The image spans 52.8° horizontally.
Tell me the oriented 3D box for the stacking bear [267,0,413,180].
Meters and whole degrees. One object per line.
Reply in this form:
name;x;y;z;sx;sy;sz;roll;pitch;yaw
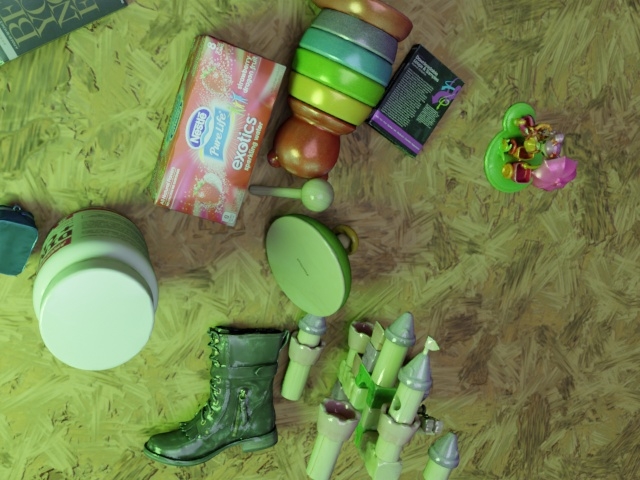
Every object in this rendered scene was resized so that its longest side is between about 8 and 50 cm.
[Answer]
stacking bear;0.015;-0.234;1.015;0.175;0.164;0.289;19;103;-24

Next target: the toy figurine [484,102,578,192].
toy figurine;0.400;-0.157;1.169;0.130;0.159;0.173;0;105;-20

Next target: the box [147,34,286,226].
box;-0.162;-0.166;0.981;0.128;0.122;0.257;16;100;-23

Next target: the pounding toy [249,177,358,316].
pounding toy;0.000;0.000;1.086;0.110;0.182;0.237;-29;112;-38

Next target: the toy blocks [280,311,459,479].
toy blocks;0.119;0.228;1.110;0.308;0.288;0.260;12;107;-19

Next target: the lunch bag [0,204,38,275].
lunch bag;-0.463;-0.006;0.951;0.067;0.065;0.098;21;104;-39

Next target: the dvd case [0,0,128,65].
dvd case;-0.374;-0.349;0.842;0.221;0.018;0.165;-47;121;-40

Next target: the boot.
boot;-0.182;0.260;1.133;0.262;0.091;0.229;-5;102;-23

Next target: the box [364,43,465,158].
box;0.166;-0.243;1.131;0.116;0.029;0.162;33;94;-26

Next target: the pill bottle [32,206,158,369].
pill bottle;-0.314;0.059;0.905;0.160;0.283;0.161;-6;107;-19
